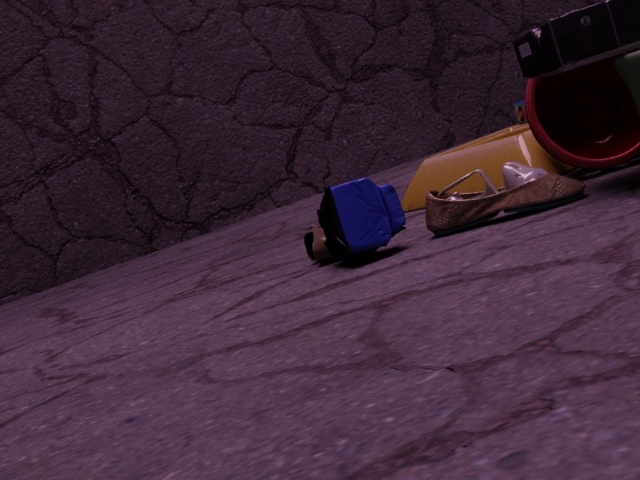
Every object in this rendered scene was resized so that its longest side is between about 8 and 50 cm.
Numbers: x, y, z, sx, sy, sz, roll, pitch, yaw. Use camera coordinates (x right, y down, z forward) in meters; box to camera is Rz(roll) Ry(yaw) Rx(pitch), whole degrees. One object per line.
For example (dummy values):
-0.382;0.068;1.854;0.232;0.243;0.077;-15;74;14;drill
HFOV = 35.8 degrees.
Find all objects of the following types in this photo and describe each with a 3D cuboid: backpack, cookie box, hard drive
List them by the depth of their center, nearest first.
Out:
0.416;-0.275;1.177;0.339;0.064;0.237;-19;5;2;hard drive
0.051;-0.022;1.284;0.101;0.098;0.120;-10;-9;-14;backpack
0.384;-0.225;1.642;0.092;0.040;0.107;-19;5;-8;cookie box

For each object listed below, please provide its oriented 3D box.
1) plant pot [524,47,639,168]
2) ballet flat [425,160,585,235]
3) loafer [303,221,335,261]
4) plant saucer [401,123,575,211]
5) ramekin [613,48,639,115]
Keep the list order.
0.388;-0.192;1.413;0.191;0.191;0.174;-17;-4;11;plant pot
0.220;-0.060;1.227;0.206;0.067;0.073;-16;6;24;ballet flat
0.000;0.000;1.412;0.050;0.056;0.148;-13;4;-9;loafer
0.341;-0.151;1.684;0.333;0.081;0.333;-21;6;-35;plant saucer
0.494;-0.179;1.090;0.303;0.148;0.303;-18;5;2;ramekin
